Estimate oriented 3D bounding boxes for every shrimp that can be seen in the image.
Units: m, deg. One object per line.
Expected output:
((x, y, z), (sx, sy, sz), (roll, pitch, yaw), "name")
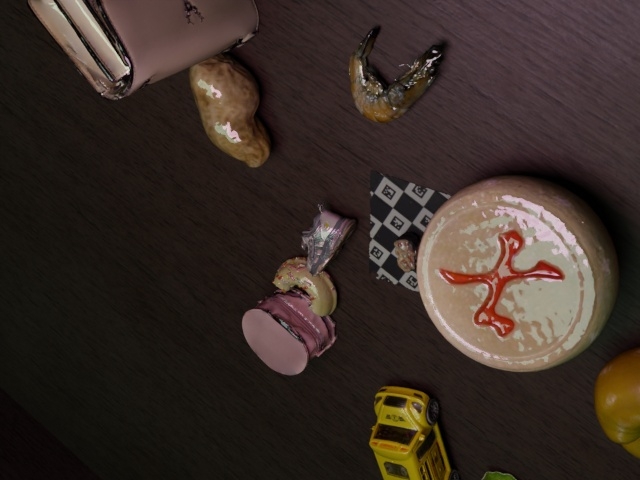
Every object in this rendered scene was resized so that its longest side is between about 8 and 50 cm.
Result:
((0.122, -0.299, 1.213), (0.150, 0.051, 0.217), (56, 139, 2), "shrimp")

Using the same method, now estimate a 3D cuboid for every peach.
((0.600, 0.297, 1.193), (0.251, 0.153, 0.251), (34, 149, 25), "peach")

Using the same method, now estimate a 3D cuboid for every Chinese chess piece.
((0.330, 0.055, 1.175), (0.338, 0.141, 0.337), (11, 109, 34), "Chinese chess piece")

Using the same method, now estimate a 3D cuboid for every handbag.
((-0.292, -0.413, 1.226), (0.160, 0.358, 0.236), (-27, 101, 43), "handbag")
((-0.077, 0.217, 1.666), (0.205, 0.116, 0.179), (41, 135, 8), "handbag")

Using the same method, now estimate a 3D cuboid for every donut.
((-0.031, 0.102, 1.587), (0.166, 0.065, 0.108), (37, 134, 11), "donut")

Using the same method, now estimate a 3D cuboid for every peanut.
((-0.183, -0.267, 1.413), (0.137, 0.122, 0.253), (-2, 120, 27), "peanut")

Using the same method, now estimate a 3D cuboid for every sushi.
((0.210, 0.022, 1.362), (0.290, 0.050, 0.263), (19, 129, 27), "sushi")

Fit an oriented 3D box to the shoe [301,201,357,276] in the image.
((0.000, 0.000, 1.479), (0.092, 0.089, 0.180), (39, 132, 7), "shoe")

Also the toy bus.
((0.212, 0.506, 1.620), (0.144, 0.152, 0.330), (0, 118, 39), "toy bus")

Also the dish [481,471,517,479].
((0.434, 0.581, 1.575), (0.137, 0.091, 0.039), (6, 166, 16), "dish")
